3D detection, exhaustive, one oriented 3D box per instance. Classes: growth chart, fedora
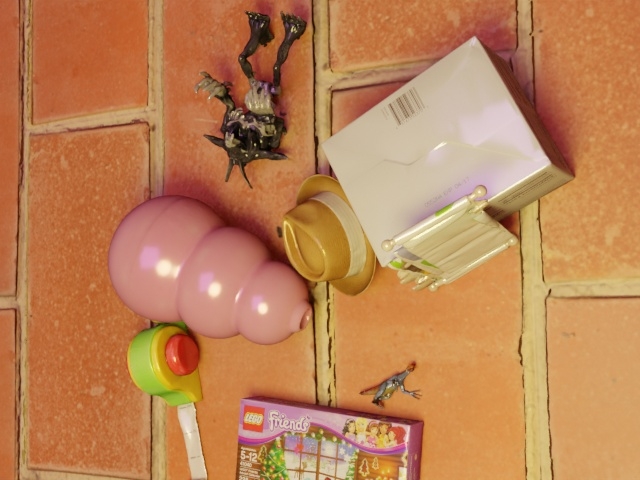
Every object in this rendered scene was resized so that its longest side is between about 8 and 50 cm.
[{"bbox_3d":[0.171,0.009,1.145,0.172,0.237,0.021,-28,64,15],"label":"growth chart"},{"bbox_3d":[0.000,0.000,1.280,0.194,0.079,0.194,30,130,45],"label":"fedora"}]

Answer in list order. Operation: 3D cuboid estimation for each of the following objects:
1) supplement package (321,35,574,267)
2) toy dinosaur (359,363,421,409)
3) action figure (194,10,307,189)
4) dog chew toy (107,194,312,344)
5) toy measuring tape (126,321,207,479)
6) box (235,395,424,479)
[{"bbox_3d":[0.173,-0.111,1.194,0.262,0.145,0.204,-33,72,23],"label":"supplement package"},{"bbox_3d":[0.103,0.208,1.273,0.090,0.047,0.082,29,82,38],"label":"toy dinosaur"},{"bbox_3d":[-0.116,-0.226,1.369,0.164,0.141,0.276,16,91,27],"label":"action figure"},{"bbox_3d":[-0.165,0.059,1.350,0.331,0.206,0.207,23,97,20],"label":"dog chew toy"},{"bbox_3d":[-0.252,0.258,1.424,0.121,0.121,0.330,-15,79,27],"label":"toy measuring tape"},{"bbox_3d":[0.006,0.354,1.304,0.293,0.057,0.201,2,87,29],"label":"box"}]
